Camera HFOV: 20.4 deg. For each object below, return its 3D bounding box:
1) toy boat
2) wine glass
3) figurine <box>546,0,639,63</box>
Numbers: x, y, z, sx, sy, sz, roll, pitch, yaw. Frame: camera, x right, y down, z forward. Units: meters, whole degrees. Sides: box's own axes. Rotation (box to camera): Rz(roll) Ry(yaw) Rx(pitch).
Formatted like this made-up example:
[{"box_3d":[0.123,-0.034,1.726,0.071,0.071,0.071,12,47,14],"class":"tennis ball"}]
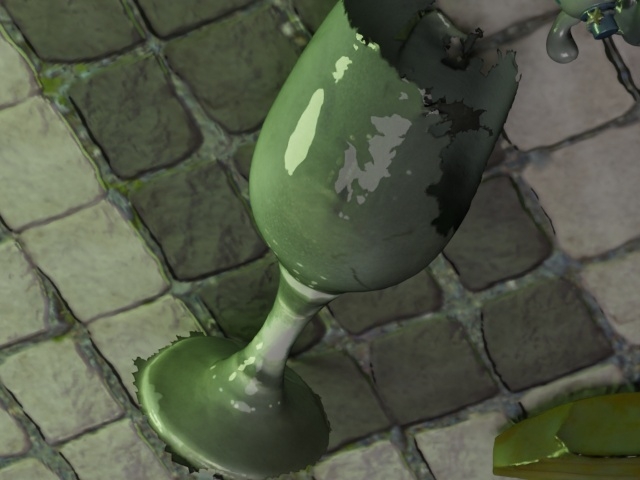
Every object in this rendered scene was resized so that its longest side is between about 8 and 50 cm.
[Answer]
[{"box_3d":[0.199,0.139,1.186,0.172,0.065,0.066,0,143,12],"class":"toy boat"},{"box_3d":[0.000,0.000,1.076,0.143,0.143,0.321,23,125,-7],"class":"wine glass"},{"box_3d":[0.157,-0.146,0.984,0.082,0.094,0.086,-12,94,-25],"class":"figurine"}]
